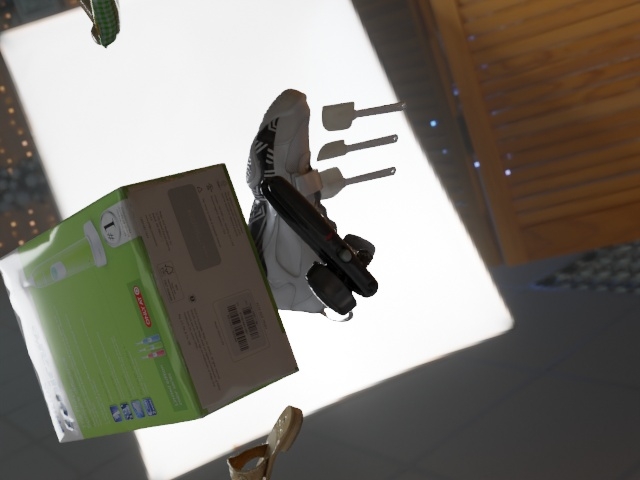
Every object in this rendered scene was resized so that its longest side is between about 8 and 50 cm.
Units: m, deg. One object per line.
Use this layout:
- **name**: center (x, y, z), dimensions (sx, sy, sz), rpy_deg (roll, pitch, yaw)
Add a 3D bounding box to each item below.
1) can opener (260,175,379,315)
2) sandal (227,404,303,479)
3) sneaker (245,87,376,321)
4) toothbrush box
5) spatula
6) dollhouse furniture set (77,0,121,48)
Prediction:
- **can opener**: center (0.000, 0.000, 0.987), dimensions (0.073, 0.186, 0.059), rpy_deg (-47, -158, -29)
- **sandal**: center (-0.117, 0.373, 1.484), dimensions (0.079, 0.240, 0.088), rpy_deg (23, -166, -18)
- **sneaker**: center (-0.011, -0.044, 1.375), dimensions (0.210, 0.366, 0.137), rpy_deg (14, -163, 9)
- **toothbrush box**: center (-0.179, 0.070, 0.852), dimensions (0.122, 0.206, 0.283), rpy_deg (-19, 178, -44)
- **spatula**: center (0.065, -0.158, 1.489), dimensions (0.019, 0.168, 0.242), rpy_deg (20, -157, 34)
- **dollhouse furniture set**: center (-0.197, -0.343, 0.700), dimensions (0.151, 0.302, 0.197), rpy_deg (-32, 164, -16)
